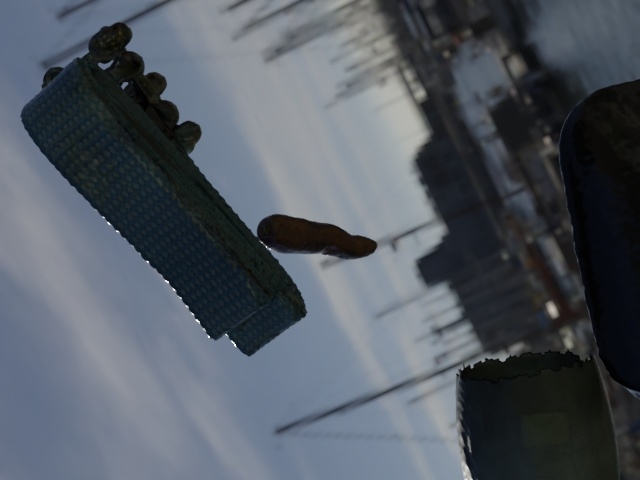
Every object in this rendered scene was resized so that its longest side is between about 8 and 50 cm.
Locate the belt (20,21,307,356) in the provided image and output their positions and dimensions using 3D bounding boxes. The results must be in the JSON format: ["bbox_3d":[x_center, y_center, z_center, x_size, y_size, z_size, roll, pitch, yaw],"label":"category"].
[{"bbox_3d":[-0.079,-0.021,0.819,0.179,0.065,0.100,51,-167,-15],"label":"belt"}]

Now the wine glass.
[{"bbox_3d":[0.160,0.224,0.845,0.264,0.096,0.309,-171,73,-78],"label":"wine glass"}]

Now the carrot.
[{"bbox_3d":[-0.001,-0.001,1.445,0.165,0.036,0.035,7,-127,-52],"label":"carrot"}]

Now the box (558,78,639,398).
[{"bbox_3d":[0.253,-0.007,0.898,0.042,0.212,0.201,32,-131,-72],"label":"box"}]
